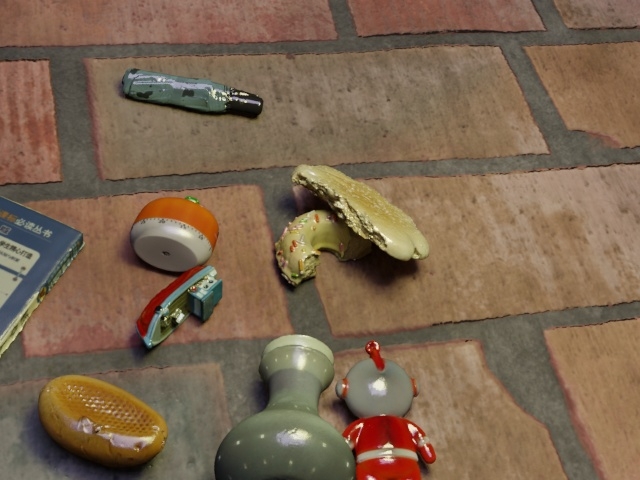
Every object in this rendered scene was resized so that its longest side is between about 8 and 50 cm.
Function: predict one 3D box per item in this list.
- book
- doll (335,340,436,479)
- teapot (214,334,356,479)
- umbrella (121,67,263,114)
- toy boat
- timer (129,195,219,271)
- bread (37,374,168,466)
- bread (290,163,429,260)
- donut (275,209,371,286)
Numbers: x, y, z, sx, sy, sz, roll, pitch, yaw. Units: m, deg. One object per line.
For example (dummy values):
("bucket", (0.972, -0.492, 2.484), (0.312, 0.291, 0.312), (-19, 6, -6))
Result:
("book", (-0.577, 0.083, 1.509), (0.300, 0.039, 0.428), (23, 51, 8))
("doll", (0.085, 0.253, 1.483), (0.142, 0.076, 0.245), (1, 55, -12))
("teapot", (-0.042, 0.249, 1.408), (0.184, 0.183, 0.250), (9, 40, -4))
("umbrella", (-0.224, -0.257, 1.845), (0.251, 0.052, 0.053), (11, 50, -1))
("toy boat", (-0.206, 0.100, 1.550), (0.059, 0.069, 0.173), (29, 47, 23))
("timer", (-0.221, -0.018, 1.629), (0.136, 0.099, 0.136), (14, 41, -12))
("bread", (-0.294, 0.247, 1.412), (0.189, 0.077, 0.114), (25, 31, 10))
("bread", (0.074, -0.051, 1.688), (0.251, 0.039, 0.182), (39, 21, 24))
("donut", (-0.005, -0.002, 1.673), (0.166, 0.065, 0.108), (-25, 58, -31))
